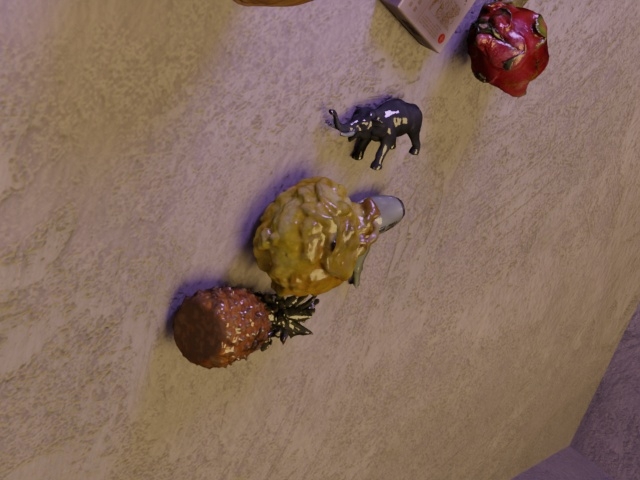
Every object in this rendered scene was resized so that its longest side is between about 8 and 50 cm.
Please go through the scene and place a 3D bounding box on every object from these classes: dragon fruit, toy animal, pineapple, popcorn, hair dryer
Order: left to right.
[{"bbox_3d":[-0.134,0.157,1.881,0.340,0.169,0.169,-10,127,-52],"label":"pineapple"},{"bbox_3d":[0.000,0.000,1.826,0.266,0.192,0.233,-20,117,-15],"label":"popcorn"},{"bbox_3d":[0.048,0.014,2.038,0.229,0.092,0.267,-1,130,-40],"label":"hair dryer"},{"bbox_3d":[0.109,-0.217,1.893,0.269,0.082,0.137,-13,126,-38],"label":"toy animal"},{"bbox_3d":[0.386,-0.426,1.970,0.198,0.269,0.200,-33,120,25],"label":"dragon fruit"}]

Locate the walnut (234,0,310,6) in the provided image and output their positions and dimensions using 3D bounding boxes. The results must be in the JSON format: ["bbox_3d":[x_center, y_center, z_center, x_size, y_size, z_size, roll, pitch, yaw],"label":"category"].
[{"bbox_3d":[-0.053,-0.482,1.301,0.333,0.333,0.333,-30,139,-30],"label":"walnut"}]

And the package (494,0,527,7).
[{"bbox_3d":[0.434,-0.544,2.017,0.108,0.031,0.120,-52,154,23],"label":"package"}]

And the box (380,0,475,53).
[{"bbox_3d":[0.210,-0.470,1.810,0.141,0.058,0.201,-57,145,4],"label":"box"}]
